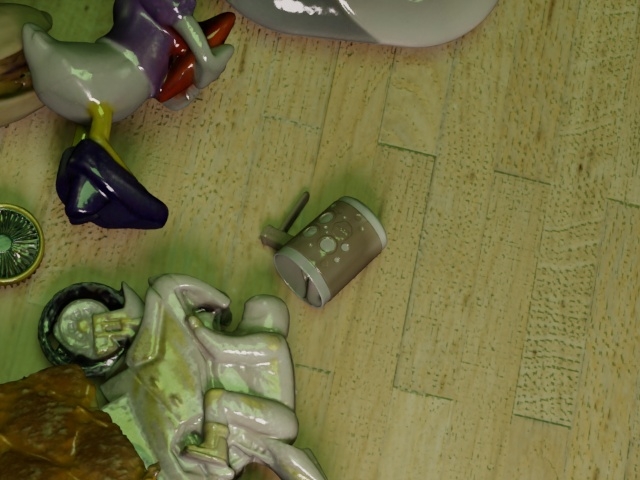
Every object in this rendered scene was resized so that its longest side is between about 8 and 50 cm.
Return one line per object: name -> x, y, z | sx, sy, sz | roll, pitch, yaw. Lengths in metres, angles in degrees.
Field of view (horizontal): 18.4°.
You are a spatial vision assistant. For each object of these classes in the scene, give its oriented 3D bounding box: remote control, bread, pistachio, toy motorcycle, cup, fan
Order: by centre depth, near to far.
bread -> -0.280, 0.280, 1.719 | 0.279, 0.279, 0.207 | -21, 121, -18
toy motorcycle -> -0.105, 0.151, 1.897 | 0.223, 0.108, 0.341 | -32, 75, -11
fan -> -0.344, -0.008, 1.935 | 0.155, 0.039, 0.082 | 23, 72, -1
pistachio -> -0.354, -0.167, 1.944 | 0.206, 0.131, 0.130 | -18, 123, -20
cup -> 0.004, 0.006, 1.986 | 0.099, 0.102, 0.074 | -41, 123, -19
remote control -> 0.038, -0.312, 2.056 | 0.332, 0.103, 0.221 | 5, 77, -7

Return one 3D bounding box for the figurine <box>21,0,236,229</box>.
figurine -> -0.187, -0.210, 1.934 | 0.193, 0.154, 0.421 | 23, 74, -17
